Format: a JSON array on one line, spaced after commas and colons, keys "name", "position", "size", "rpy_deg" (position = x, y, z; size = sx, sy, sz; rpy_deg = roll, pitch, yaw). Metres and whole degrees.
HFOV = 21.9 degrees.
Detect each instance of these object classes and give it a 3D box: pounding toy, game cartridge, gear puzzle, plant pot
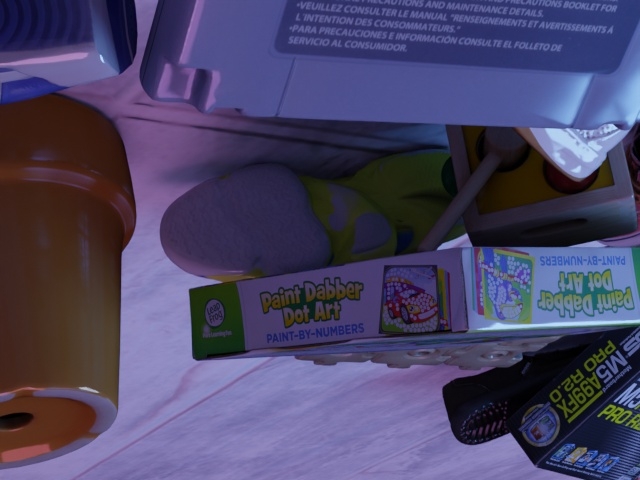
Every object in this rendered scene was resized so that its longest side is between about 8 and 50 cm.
[{"name": "pounding toy", "position": [0.130, -0.048, 1.096], "size": [0.141, 0.130, 0.100], "rpy_deg": [-12, 159, 9]}, {"name": "game cartridge", "position": [0.074, -0.148, 0.793], "size": [0.297, 0.062, 0.198], "rpy_deg": [1, 122, -29]}, {"name": "gear puzzle", "position": [0.065, 0.071, 1.520], "size": [0.339, 0.044, 0.175], "rpy_deg": [4, 158, -24]}, {"name": "plant pot", "position": [-0.209, 0.037, 1.058], "size": [0.205, 0.188, 0.205], "rpy_deg": [-12, 153, -6]}]

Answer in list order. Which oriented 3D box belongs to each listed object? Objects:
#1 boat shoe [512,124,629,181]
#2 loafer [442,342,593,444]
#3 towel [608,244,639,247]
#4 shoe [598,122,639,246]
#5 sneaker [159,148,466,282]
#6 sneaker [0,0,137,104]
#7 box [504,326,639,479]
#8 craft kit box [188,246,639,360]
[{"name": "boat shoe", "position": [0.109, -0.132, 0.940], "size": [0.096, 0.098, 0.277], "rpy_deg": [-41, 142, 14]}, {"name": "loafer", "position": [0.224, 0.143, 1.740], "size": [0.220, 0.078, 0.080], "rpy_deg": [-13, 133, -23]}, {"name": "towel", "position": [0.324, 0.018, 1.504], "size": [0.152, 0.023, 0.113], "rpy_deg": [-15, 158, 17]}, {"name": "shoe", "position": [0.247, -0.054, 1.234], "size": [0.081, 0.063, 0.178], "rpy_deg": [10, 147, -39]}, {"name": "sneaker", "position": [0.000, 0.000, 1.225], "size": [0.240, 0.091, 0.126], "rpy_deg": [-6, 160, -9]}, {"name": "sneaker", "position": [-0.238, -0.102, 0.837], "size": [0.316, 0.127, 0.182], "rpy_deg": [-5, 164, 9]}, {"name": "box", "position": [0.339, 0.161, 1.718], "size": [0.216, 0.060, 0.270], "rpy_deg": [-44, 148, 16]}, {"name": "craft kit box", "position": [0.084, 0.043, 1.102], "size": [0.250, 0.061, 0.247], "rpy_deg": [1, 175, -45]}]
